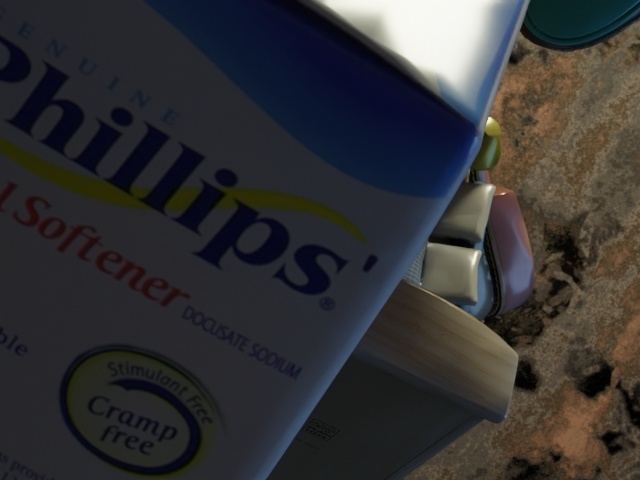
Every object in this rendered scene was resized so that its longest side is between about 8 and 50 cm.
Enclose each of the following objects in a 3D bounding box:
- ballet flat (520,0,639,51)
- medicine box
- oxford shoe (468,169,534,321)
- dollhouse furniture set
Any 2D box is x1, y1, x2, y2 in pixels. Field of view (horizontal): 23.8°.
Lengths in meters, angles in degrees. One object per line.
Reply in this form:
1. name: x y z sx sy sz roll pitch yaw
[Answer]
1. ballet flat: 0.211 -0.255 0.889 0.316 0.108 0.106 -57 -170 25
2. medicine box: -0.049 -0.023 0.560 0.289 0.149 0.263 -59 -177 32
3. oxford shoe: 0.042 -0.084 1.173 0.146 0.397 0.140 -32 -159 -21
4. dollhouse furniture set: -0.006 -0.025 0.964 0.198 0.286 0.303 -47 -158 51
